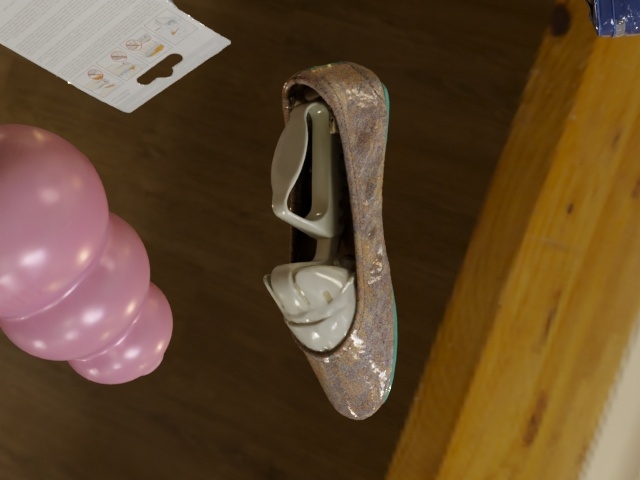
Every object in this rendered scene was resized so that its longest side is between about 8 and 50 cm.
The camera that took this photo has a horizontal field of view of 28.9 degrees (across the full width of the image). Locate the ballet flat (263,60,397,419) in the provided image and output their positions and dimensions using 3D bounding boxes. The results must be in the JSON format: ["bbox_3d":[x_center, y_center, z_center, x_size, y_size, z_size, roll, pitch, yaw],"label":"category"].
[{"bbox_3d":[0.000,0.000,1.083,0.107,0.106,0.316,-7,-96,44],"label":"ballet flat"}]

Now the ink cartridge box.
[{"bbox_3d":[-0.185,-0.189,1.031,0.145,0.179,0.045,-27,-130,37],"label":"ink cartridge box"}]

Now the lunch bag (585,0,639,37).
[{"bbox_3d":[0.229,-0.204,0.947,0.065,0.067,0.098,-7,-82,9],"label":"lunch bag"}]

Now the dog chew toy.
[{"bbox_3d":[-0.281,0.033,1.336,0.207,0.332,0.206,-24,-143,19],"label":"dog chew toy"}]
